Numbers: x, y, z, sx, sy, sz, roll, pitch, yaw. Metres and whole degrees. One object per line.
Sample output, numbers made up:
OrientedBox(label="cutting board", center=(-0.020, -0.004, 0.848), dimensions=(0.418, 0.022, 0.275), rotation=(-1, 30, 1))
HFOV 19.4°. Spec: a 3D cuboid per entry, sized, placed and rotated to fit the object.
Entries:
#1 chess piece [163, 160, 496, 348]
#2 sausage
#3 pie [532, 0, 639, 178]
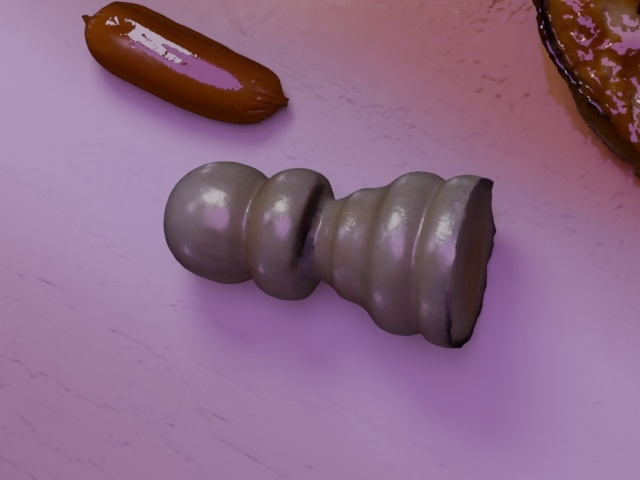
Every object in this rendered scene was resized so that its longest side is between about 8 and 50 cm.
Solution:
OrientedBox(label="chess piece", center=(0.000, 0.000, 1.415), dimensions=(0.243, 0.133, 0.133), rotation=(8, 82, 16))
OrientedBox(label="sausage", center=(-0.113, -0.139, 1.486), dimensions=(0.183, 0.054, 0.062), rotation=(28, 114, 10))
OrientedBox(label="pie", center=(0.313, -0.166, 1.394), dimensions=(0.315, 0.092, 0.315), rotation=(1, 93, 11))
